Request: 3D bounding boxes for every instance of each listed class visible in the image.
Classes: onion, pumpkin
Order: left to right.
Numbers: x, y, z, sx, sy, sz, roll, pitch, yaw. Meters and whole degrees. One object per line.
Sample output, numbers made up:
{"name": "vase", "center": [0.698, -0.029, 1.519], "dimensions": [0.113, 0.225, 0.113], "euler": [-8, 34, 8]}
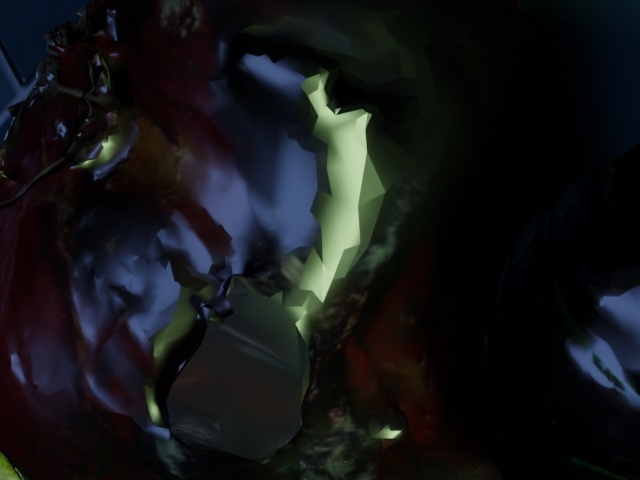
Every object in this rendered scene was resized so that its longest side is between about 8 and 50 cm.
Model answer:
{"name": "onion", "center": [-0.017, -0.012, 0.590], "dimensions": [0.281, 0.221, 0.280], "euler": [2, 104, 8]}
{"name": "pumpkin", "center": [0.146, 0.044, 0.494], "dimensions": [0.150, 0.194, 0.194], "euler": [54, 130, 47]}

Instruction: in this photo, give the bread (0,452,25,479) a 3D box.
{"name": "bread", "center": [-0.202, 0.146, 0.878], "dimensions": [0.153, 0.028, 0.068], "euler": [54, 126, 16]}
